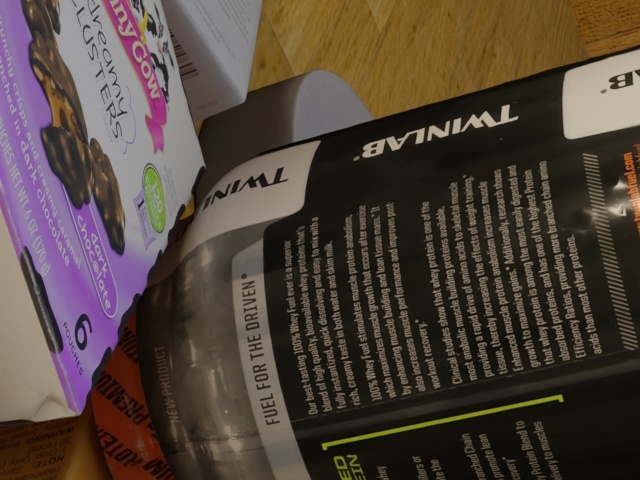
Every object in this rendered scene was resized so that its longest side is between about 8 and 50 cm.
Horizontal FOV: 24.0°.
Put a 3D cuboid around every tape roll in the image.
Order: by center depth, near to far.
[{"bbox_3d":[0.000,0.000,1.005,0.219,0.072,0.219,-16,90,-70],"label":"tape roll"}]

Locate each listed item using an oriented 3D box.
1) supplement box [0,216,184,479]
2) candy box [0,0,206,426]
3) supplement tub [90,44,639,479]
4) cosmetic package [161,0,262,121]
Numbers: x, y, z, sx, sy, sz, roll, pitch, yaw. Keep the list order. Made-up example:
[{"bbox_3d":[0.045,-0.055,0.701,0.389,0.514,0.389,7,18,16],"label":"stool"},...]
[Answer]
[{"bbox_3d":[-0.105,0.083,0.672,0.233,0.080,0.078,-80,147,-53],"label":"supplement box"},{"bbox_3d":[-0.111,-0.055,0.532,0.196,0.070,0.165,-72,151,-62],"label":"candy box"},{"bbox_3d":[0.077,0.034,0.616,0.193,0.316,0.193,-14,90,-71],"label":"supplement tub"},{"bbox_3d":[-0.092,-0.180,0.890,0.231,0.085,0.117,-85,151,-47],"label":"cosmetic package"}]
